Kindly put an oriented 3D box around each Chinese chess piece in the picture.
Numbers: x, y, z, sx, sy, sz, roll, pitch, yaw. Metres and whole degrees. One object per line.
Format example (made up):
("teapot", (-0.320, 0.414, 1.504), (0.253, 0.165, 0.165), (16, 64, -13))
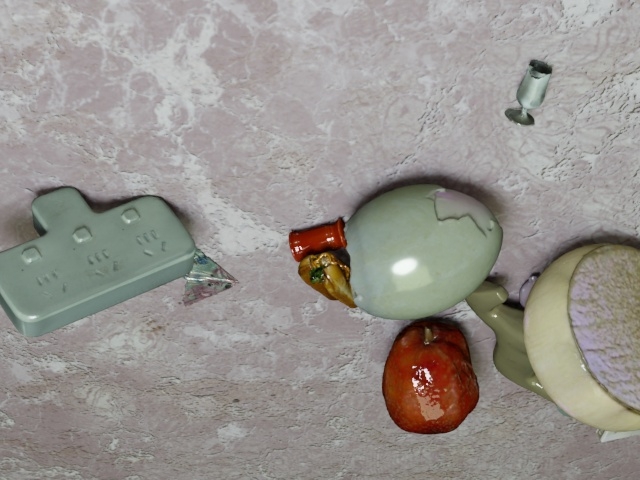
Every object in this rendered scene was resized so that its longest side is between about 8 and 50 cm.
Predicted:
("Chinese chess piece", (0.418, 0.136, 1.472), (0.270, 0.270, 0.112), (22, 150, -21))

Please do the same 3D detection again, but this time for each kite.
("kite", (-0.200, 0.057, 1.582), (0.156, 0.011, 0.139), (9, 133, -9))

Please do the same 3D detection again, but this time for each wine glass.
("wine glass", (0.264, -0.188, 1.310), (0.039, 0.042, 0.083), (-23, 143, -33))

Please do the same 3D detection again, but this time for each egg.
("egg", (0.142, 0.014, 1.412), (0.217, 0.183, 0.183), (-9, 135, 3))

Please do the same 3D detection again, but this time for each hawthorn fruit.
("hawthorn fruit", (0.177, 0.216, 1.638), (0.173, 0.173, 0.179), (10, 97, -9))

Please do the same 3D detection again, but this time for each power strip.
("power strip", (-0.324, 0.009, 1.407), (0.265, 0.193, 0.059), (-24, 147, -29))

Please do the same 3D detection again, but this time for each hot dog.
("hot dog", (0.020, 0.056, 1.509), (0.072, 0.055, 0.188), (23, 172, 21))

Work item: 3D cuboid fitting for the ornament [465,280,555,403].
("ornament", (0.315, 0.155, 1.603), (0.245, 0.061, 0.230), (28, 155, 20))

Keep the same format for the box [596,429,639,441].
("box", (0.552, 0.274, 1.766), (0.109, 0.029, 0.198), (-8, 139, -16))

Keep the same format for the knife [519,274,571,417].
("knife", (0.408, 0.181, 1.684), (0.132, 0.038, 0.399), (-20, 132, 16))

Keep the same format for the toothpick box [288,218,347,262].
("toothpick box", (0.000, 0.000, 1.494), (0.083, 0.047, 0.047), (-15, 134, 14))
